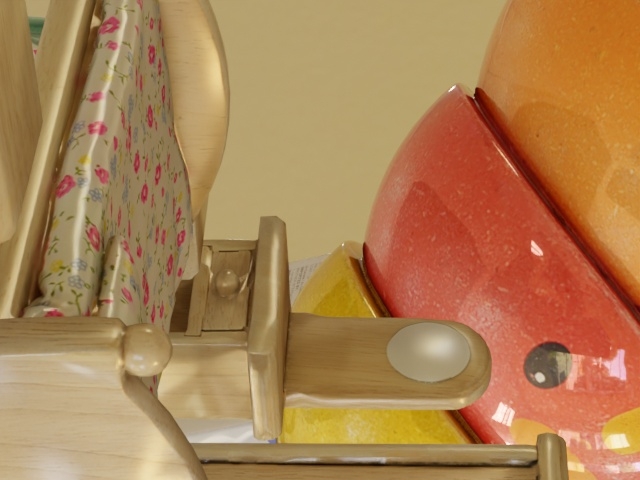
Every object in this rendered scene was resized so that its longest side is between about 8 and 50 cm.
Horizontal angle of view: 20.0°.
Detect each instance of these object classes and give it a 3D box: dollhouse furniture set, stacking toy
[{"bbox_3d":[0.000,0.000,0.551,0.303,0.173,0.356,-87,177,-48],"label":"dollhouse furniture set"},{"bbox_3d":[0.099,0.075,0.955,0.350,0.480,0.350,46,10,-11],"label":"stacking toy"}]

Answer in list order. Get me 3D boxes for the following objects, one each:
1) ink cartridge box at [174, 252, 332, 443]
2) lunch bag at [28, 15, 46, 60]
[{"bbox_3d":[-0.083,0.111,1.541,0.065,0.311,0.186,56,32,-35],"label":"ink cartridge box"},{"bbox_3d":[-0.178,0.003,0.900,0.223,0.160,0.262,-51,162,26],"label":"lunch bag"}]
